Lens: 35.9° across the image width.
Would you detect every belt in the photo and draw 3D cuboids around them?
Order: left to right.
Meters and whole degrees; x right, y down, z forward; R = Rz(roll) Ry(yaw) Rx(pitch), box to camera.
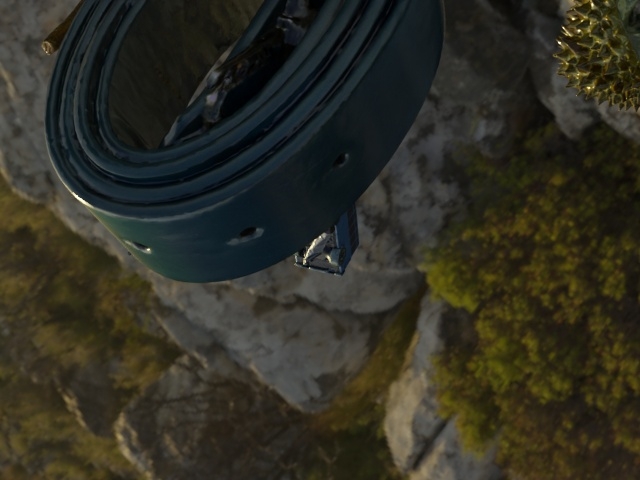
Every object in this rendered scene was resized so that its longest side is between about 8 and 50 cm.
[{"bbox_3d":[-0.064,-0.177,0.926,0.300,0.437,0.173,27,161,24],"label":"belt"}]

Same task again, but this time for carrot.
[{"bbox_3d":[-0.464,-0.405,1.844,0.042,0.171,0.042,18,140,16],"label":"carrot"}]

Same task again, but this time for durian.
[{"bbox_3d":[0.443,-0.320,1.480,0.166,0.306,0.172,13,126,5],"label":"durian"}]

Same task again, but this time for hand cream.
[{"bbox_3d":[0.000,0.000,1.309,0.019,0.030,0.093,54,151,13],"label":"hand cream"}]

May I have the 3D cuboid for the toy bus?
[{"bbox_3d":[0.005,-0.045,1.550,0.090,0.106,0.185,14,135,22],"label":"toy bus"}]
